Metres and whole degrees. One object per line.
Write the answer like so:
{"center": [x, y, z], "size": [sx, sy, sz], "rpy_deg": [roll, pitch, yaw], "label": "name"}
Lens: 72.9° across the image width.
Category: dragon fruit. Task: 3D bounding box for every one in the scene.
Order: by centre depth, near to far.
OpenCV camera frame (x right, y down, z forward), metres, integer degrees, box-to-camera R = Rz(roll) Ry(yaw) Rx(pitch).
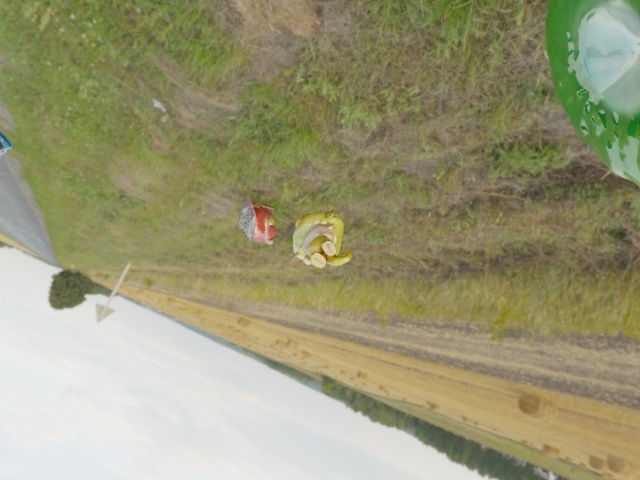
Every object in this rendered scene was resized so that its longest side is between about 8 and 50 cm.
{"center": [-0.102, -0.035, 0.741], "size": [0.056, 0.060, 0.083], "rpy_deg": [11, -161, -29], "label": "dragon fruit"}

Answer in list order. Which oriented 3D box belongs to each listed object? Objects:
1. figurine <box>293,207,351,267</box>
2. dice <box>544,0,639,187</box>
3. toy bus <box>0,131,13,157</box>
{"center": [0.000, 0.000, 1.026], "size": [0.131, 0.156, 0.246], "rpy_deg": [39, -168, -15], "label": "figurine"}
{"center": [0.424, -0.227, 0.409], "size": [0.300, 0.297, 0.287], "rpy_deg": [-21, 144, 6], "label": "dice"}
{"center": [-0.672, -0.187, 0.885], "size": [0.083, 0.046, 0.038], "rpy_deg": [-20, 114, 29], "label": "toy bus"}
